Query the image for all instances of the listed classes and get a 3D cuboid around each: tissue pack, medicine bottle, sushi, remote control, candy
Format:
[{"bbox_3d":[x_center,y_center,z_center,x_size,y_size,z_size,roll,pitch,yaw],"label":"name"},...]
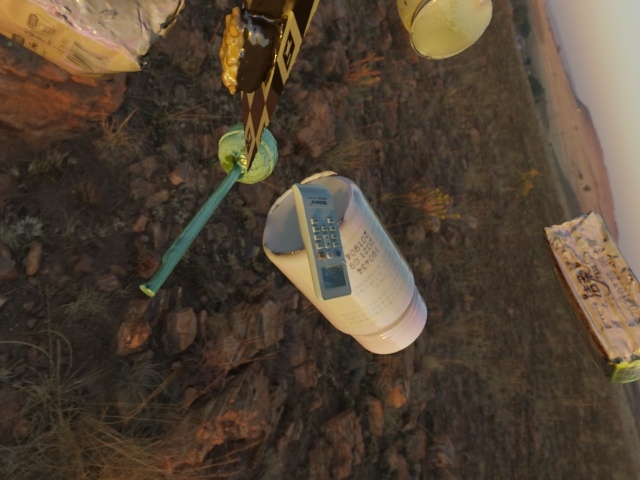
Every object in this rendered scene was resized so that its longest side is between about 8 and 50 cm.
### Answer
[{"bbox_3d":[-0.286,-0.256,0.425,0.215,0.257,0.123,26,86,-37],"label":"tissue pack"},{"bbox_3d":[0.217,-0.429,0.738,0.147,0.147,0.143,23,50,-49],"label":"medicine bottle"},{"bbox_3d":[0.065,0.064,0.841,0.378,0.214,0.213,52,41,-36],"label":"medicine bottle"},{"bbox_3d":[0.361,0.085,0.524,0.235,0.073,0.173,35,37,-51],"label":"tissue pack"},{"bbox_3d":[-0.055,-0.202,0.323,0.043,0.279,0.192,0,72,-23],"label":"sushi"},{"bbox_3d":[0.000,0.000,0.557,0.061,0.029,0.162,-4,79,-43],"label":"remote control"},{"bbox_3d":[-0.179,-0.073,0.712,0.119,0.119,0.440,52,36,-29],"label":"candy"}]
